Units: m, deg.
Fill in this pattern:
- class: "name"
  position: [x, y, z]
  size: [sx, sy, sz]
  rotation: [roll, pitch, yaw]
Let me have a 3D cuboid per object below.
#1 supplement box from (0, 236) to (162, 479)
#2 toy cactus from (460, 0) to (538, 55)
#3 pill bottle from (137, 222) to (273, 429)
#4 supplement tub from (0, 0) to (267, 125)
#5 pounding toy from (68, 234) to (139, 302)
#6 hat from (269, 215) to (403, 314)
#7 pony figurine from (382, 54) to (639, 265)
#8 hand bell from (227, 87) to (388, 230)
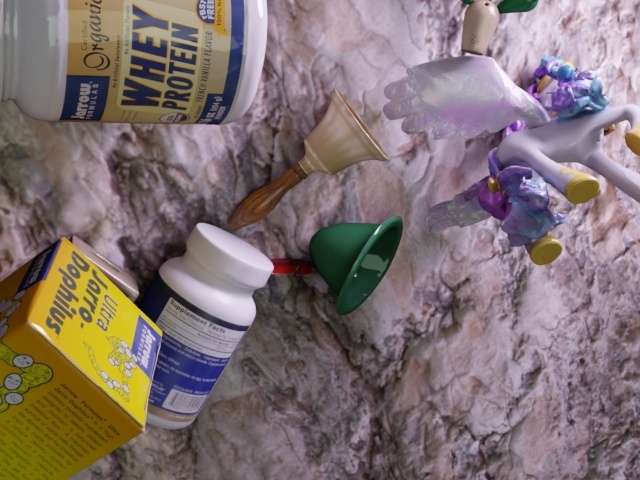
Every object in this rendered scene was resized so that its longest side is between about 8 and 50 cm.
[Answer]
- class: "supplement box"
  position: [-0.399, 0.197, 1.119]
  size: [0.356, 0.194, 0.195]
  rotation: [-33, 116, 15]
- class: "toy cactus"
  position: [0.241, -0.350, 1.254]
  size: [0.218, 0.112, 0.181]
  rotation: [14, 95, -7]
- class: "pill bottle"
  position: [-0.184, 0.118, 1.271]
  size: [0.153, 0.153, 0.265]
  rotation: [27, 98, -30]
- class: "supplement tub"
  position: [-0.241, -0.250, 1.047]
  size: [0.316, 0.228, 0.228]
  rotation: [-2, 112, -23]
- class: "pounding toy"
  position: [-0.323, 0.087, 1.243]
  size: [0.141, 0.100, 0.130]
  rotation: [38, 93, -20]
- class: "hat"
  position: [0.000, 0.000, 1.377]
  size: [0.208, 0.183, 0.173]
  rotation: [-20, 137, -63]
- class: "pony figurine"
  position: [0.303, -0.127, 1.307]
  size: [0.350, 0.363, 0.303]
  rotation: [-21, 127, 3]
- class: "hand bell"
  position: [-0.035, -0.094, 1.294]
  size: [0.242, 0.126, 0.126]
  rotation: [-37, 122, 10]
